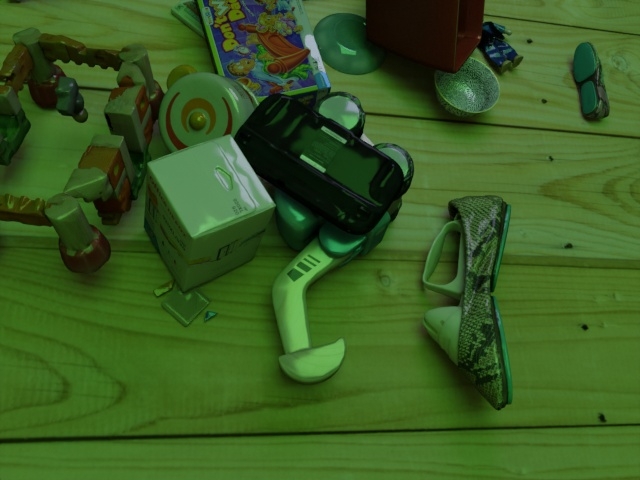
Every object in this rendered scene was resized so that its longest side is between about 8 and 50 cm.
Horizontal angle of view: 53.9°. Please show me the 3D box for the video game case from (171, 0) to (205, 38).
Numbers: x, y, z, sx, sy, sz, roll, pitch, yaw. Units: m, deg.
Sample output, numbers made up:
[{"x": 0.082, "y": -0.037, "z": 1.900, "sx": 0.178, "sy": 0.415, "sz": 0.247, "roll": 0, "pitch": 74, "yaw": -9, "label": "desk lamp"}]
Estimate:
[{"x": -0.253, "y": -0.544, "z": 1.516, "sx": 0.157, "sy": 0.019, "sz": 0.143, "roll": 39, "pitch": 63, "yaw": 5, "label": "video game case"}]

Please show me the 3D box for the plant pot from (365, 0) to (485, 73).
[{"x": 0.247, "y": -0.574, "z": 1.493, "sx": 0.236, "sy": 0.267, "sz": 0.267, "roll": 12, "pitch": 37, "yaw": 23, "label": "plant pot"}]

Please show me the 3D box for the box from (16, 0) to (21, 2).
[{"x": -0.637, "y": -0.640, "z": 1.385, "sx": 0.038, "sy": 0.186, "sz": 0.145, "roll": 11, "pitch": 55, "yaw": -57, "label": "box"}]

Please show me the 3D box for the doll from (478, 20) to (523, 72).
[{"x": 0.458, "y": -0.533, "z": 1.669, "sx": 0.129, "sy": 0.046, "sz": 0.189, "roll": -26, "pitch": 69, "yaw": -13, "label": "doll"}]

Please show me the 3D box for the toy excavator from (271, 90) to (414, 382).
[{"x": 0.000, "y": 0.000, "z": 1.257, "sx": 0.445, "sy": 0.222, "sz": 0.433, "roll": -39, "pitch": 78, "yaw": -12, "label": "toy excavator"}]

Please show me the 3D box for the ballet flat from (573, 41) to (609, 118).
[{"x": 0.728, "y": -0.421, "z": 1.679, "sx": 0.079, "sy": 0.077, "sz": 0.221, "roll": 10, "pitch": 68, "yaw": -30, "label": "ballet flat"}]

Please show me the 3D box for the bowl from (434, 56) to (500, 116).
[{"x": 0.346, "y": -0.363, "z": 1.548, "sx": 0.170, "sy": 0.080, "sz": 0.170, "roll": 5, "pitch": 65, "yaw": -12, "label": "bowl"}]

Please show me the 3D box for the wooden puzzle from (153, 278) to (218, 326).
[{"x": -0.262, "y": 0.120, "z": 1.225, "sx": 0.078, "sy": 0.014, "sz": 0.116, "roll": -40, "pitch": 81, "yaw": -21, "label": "wooden puzzle"}]

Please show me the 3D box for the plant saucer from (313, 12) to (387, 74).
[{"x": 0.079, "y": -0.503, "z": 1.569, "sx": 0.195, "sy": 0.037, "sz": 0.194, "roll": 5, "pitch": 66, "yaw": -12, "label": "plant saucer"}]

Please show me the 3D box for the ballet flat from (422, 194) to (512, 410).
[{"x": 0.302, "y": 0.111, "z": 1.307, "sx": 0.182, "sy": 0.164, "sz": 0.482, "roll": 3, "pitch": 58, "yaw": 11, "label": "ballet flat"}]

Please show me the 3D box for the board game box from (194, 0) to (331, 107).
[{"x": -0.139, "y": -0.456, "z": 1.439, "sx": 0.234, "sy": 0.078, "sz": 0.347, "roll": -15, "pitch": 75, "yaw": -10, "label": "board game box"}]

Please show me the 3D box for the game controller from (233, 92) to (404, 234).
[{"x": -0.006, "y": -0.148, "z": 1.171, "sx": 0.319, "sy": 0.067, "sz": 0.166, "roll": 34, "pitch": 70, "yaw": 9, "label": "game controller"}]

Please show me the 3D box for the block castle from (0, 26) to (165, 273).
[{"x": -0.488, "y": -0.169, "z": 1.194, "sx": 0.303, "sy": 0.212, "sz": 0.453, "roll": 9, "pitch": 58, "yaw": 3, "label": "block castle"}]

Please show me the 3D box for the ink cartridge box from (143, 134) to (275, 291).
[{"x": -0.216, "y": -0.048, "z": 1.178, "sx": 0.168, "sy": 0.232, "sz": 0.171, "roll": -26, "pitch": 73, "yaw": -27, "label": "ink cartridge box"}]

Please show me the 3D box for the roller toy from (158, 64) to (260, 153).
[{"x": -0.222, "y": -0.242, "z": 1.276, "sx": 0.191, "sy": 0.146, "sz": 0.209, "roll": 10, "pitch": 100, "yaw": 14, "label": "roller toy"}]

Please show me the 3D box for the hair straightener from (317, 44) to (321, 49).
[{"x": -0.036, "y": -0.455, "z": 1.510, "sx": 0.089, "sy": 0.047, "sz": 0.230, "roll": -16, "pitch": 71, "yaw": -15, "label": "hair straightener"}]
